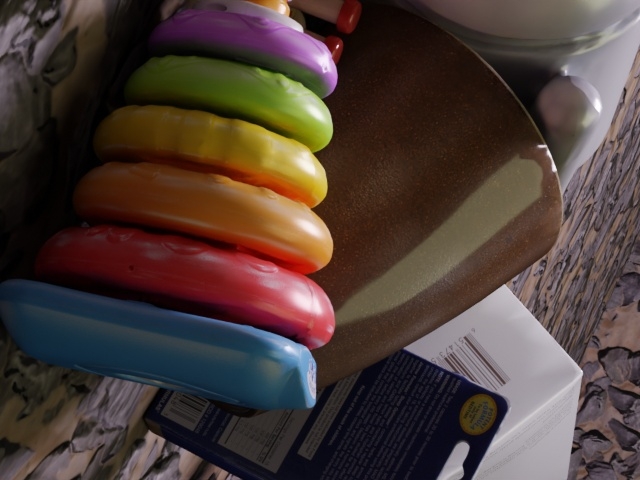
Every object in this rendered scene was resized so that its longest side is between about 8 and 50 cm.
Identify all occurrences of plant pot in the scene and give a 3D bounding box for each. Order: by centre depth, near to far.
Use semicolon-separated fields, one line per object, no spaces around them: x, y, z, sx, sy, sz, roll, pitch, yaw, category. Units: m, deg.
0.000;0.000;1.074;0.230;0.215;0.215;-42;155;-25;plant pot

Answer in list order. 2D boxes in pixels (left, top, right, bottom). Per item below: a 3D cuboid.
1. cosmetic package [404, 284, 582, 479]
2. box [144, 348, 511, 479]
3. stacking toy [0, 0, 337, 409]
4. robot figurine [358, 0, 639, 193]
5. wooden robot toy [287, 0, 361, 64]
0.145;0.210;1.773;0.217;0.156;0.385;-35;159;-12;cosmetic package
0.007;0.124;1.183;0.136;0.225;0.036;-58;163;-21;box
-0.052;-0.068;0.911;0.175;0.165;0.302;75;27;-79;stacking toy
0.124;-0.167;1.146;0.199;0.300;0.353;-11;149;-12;robot figurine
-0.022;-0.122;1.021;0.173;0.076;0.079;-62;175;-8;wooden robot toy
